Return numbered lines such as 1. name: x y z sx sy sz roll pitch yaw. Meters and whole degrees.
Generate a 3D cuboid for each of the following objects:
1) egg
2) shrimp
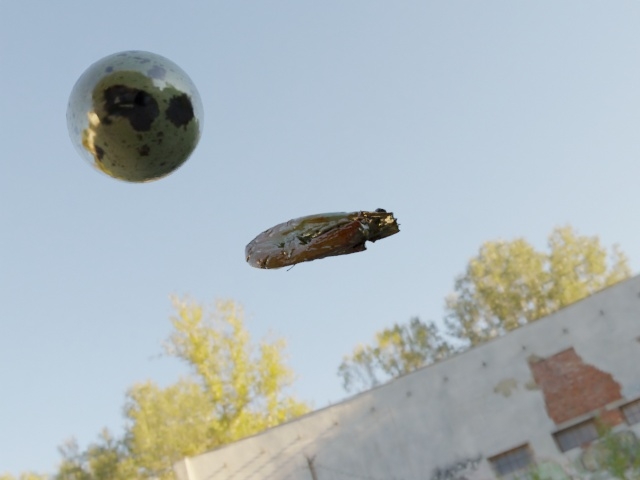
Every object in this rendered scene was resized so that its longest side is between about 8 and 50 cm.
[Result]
1. egg: -0.405 -0.267 1.795 0.287 0.288 0.379 -7 13 -22
2. shrimp: 0.000 0.002 1.050 0.217 0.115 0.051 -9 -58 22
